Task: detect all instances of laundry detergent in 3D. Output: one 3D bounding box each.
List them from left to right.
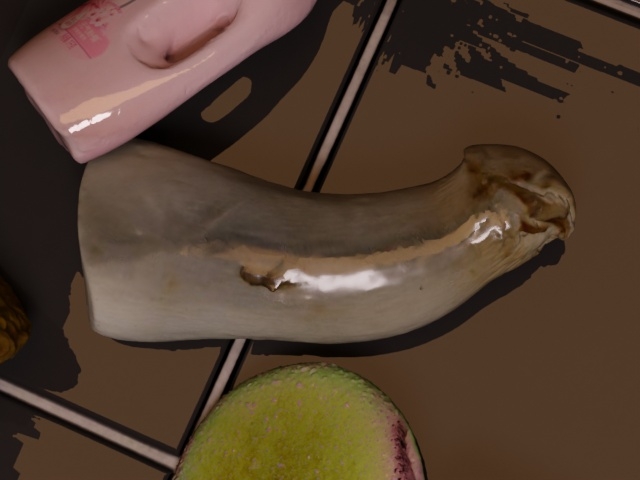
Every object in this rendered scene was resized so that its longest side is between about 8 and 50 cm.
[{"bbox_3d":[-0.089,-0.195,1.245,0.335,0.088,0.159,-34,46,-7],"label":"laundry detergent"}]

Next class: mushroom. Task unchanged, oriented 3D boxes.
[{"bbox_3d":[0.001,0.000,1.206,0.397,0.126,0.177,3,73,9],"label":"mushroom"}]

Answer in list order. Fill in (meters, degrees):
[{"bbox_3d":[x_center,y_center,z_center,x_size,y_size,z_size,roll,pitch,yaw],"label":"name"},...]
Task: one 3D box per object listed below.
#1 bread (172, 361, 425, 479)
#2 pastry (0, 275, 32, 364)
[{"bbox_3d":[-0.025,0.203,1.175,0.228,0.033,0.228,-9,68,24],"label":"bread"},{"bbox_3d":[-0.322,0.051,1.192,0.103,0.189,0.189,-45,80,6],"label":"pastry"}]
